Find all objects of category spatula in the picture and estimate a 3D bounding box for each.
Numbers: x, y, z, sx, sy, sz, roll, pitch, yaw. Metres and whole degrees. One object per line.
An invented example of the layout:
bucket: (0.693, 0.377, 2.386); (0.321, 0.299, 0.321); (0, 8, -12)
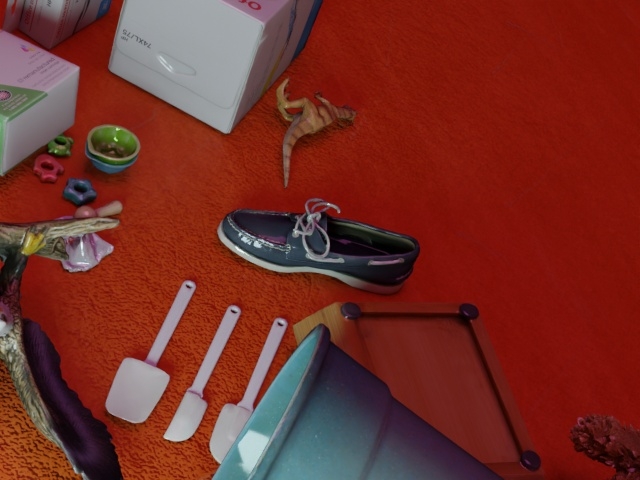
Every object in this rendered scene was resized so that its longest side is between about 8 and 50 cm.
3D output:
spatula: (-0.131, 0.141, 1.494); (0.168, 0.019, 0.242); (23, 41, -1)

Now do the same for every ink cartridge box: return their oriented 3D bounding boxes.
ink cartridge box: (-0.355, -0.336, 1.817); (0.060, 0.104, 0.180); (34, 43, 8)
ink cartridge box: (-0.132, -0.325, 1.841); (0.198, 0.197, 0.270); (29, 42, 5)
ink cartridge box: (-0.429, -0.190, 1.624); (0.212, 0.093, 0.154); (26, 40, 14)

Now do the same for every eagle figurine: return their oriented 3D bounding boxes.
eagle figurine: (-0.329, 0.120, 1.331); (0.226, 0.225, 0.298); (-9, 75, 20)

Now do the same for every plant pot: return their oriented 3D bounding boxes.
plant pot: (0.053, 0.305, 1.200); (0.334, 0.341, 0.341); (31, 41, -4)

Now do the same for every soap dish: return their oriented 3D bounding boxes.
soap dish: (0.112, 0.194, 1.480); (0.229, 0.118, 0.291); (2, 47, -24)

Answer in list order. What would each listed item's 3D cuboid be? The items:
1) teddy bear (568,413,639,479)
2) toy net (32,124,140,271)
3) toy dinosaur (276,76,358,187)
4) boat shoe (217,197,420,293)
teddy bear: (0.350, 0.318, 1.461); (0.245, 0.113, 0.338); (41, 42, 0)
toy net: (-0.295, -0.060, 1.603); (0.122, 0.045, 0.232); (15, 42, -11)
toy dinosaur: (-0.020, -0.168, 1.834); (0.112, 0.064, 0.211); (39, 43, 14)
boat shoe: (0.000, 0.000, 1.656); (0.254, 0.079, 0.095); (18, 42, -8)
